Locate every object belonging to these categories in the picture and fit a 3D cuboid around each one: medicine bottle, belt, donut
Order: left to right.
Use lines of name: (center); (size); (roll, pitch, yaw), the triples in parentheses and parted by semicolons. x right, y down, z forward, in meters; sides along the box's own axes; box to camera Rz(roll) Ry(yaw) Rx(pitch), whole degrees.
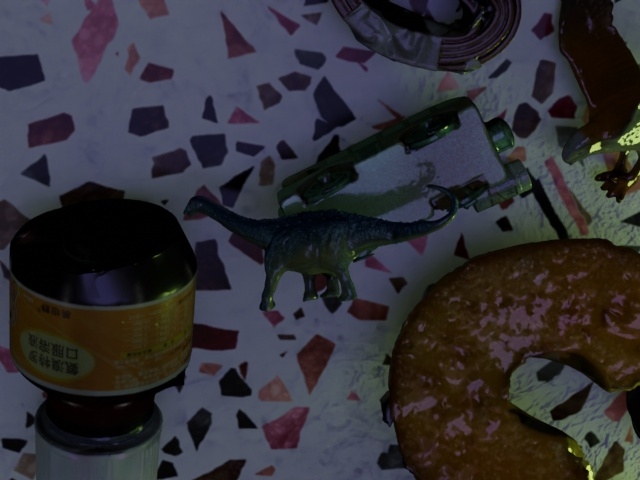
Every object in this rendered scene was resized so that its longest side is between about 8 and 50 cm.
medicine bottle: (-0.279, 0.163, 1.656); (0.242, 0.242, 0.395); (-2, 114, -8)
belt: (0.125, -0.320, 1.636); (0.261, 0.105, 0.184); (26, 103, -16)
medicine bottle: (0.246, -0.076, 1.759); (0.083, 0.047, 0.047); (-24, 109, -1)
donut: (0.293, 0.193, 1.742); (0.378, 0.163, 0.435); (32, 87, 10)

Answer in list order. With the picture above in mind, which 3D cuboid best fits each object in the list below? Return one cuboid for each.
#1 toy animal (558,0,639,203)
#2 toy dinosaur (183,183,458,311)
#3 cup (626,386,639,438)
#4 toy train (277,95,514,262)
toy animal: (0.460, -0.205, 1.738); (0.284, 0.225, 0.302); (-4, 122, -29)
toy dinosaur: (-0.003, 0.011, 1.588); (0.363, 0.076, 0.147); (-1, 98, 21)
cup: (0.594, 0.263, 1.852); (0.280, 0.196, 0.196); (34, 99, -24)
toy train: (0.099, -0.078, 1.681); (0.326, 0.159, 0.129); (-27, 106, 4)
